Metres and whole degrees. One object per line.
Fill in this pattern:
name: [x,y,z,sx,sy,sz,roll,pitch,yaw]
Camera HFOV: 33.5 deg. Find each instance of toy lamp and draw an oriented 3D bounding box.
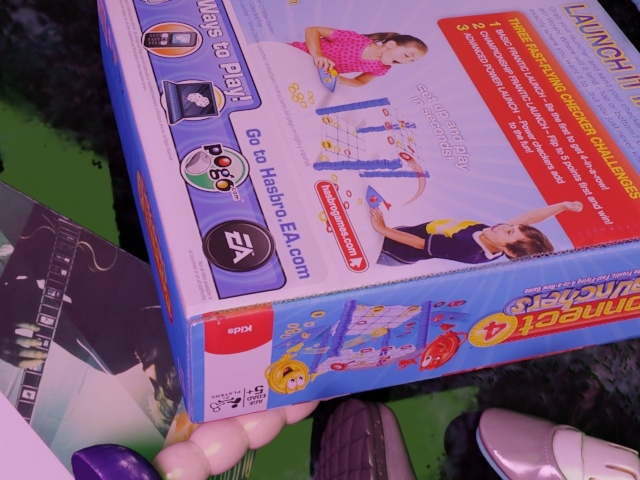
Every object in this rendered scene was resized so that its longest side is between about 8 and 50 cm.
toy lamp: [-0.003,0.079,0.597,0.275,0.080,0.080,-28,84,-28]

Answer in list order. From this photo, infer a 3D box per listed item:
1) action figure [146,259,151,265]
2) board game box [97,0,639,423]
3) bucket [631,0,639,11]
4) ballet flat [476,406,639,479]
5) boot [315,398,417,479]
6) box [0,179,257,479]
action figure: [0.000,0.000,0.687,0.232,0.063,0.137,-9,81,-18]
board game box: [0.041,-0.065,0.625,0.302,0.086,0.308,-8,47,-14]
bucket: [0.352,-0.259,0.763,0.281,0.183,0.281,3,76,-11]
ballet flat: [0.197,0.169,0.682,0.213,0.068,0.072,42,34,-3]
boot: [0.094,0.211,0.662,0.161,0.083,0.246,-7,78,-26]
box: [-0.178,0.096,0.552,0.322,0.058,0.232,33,67,-34]
